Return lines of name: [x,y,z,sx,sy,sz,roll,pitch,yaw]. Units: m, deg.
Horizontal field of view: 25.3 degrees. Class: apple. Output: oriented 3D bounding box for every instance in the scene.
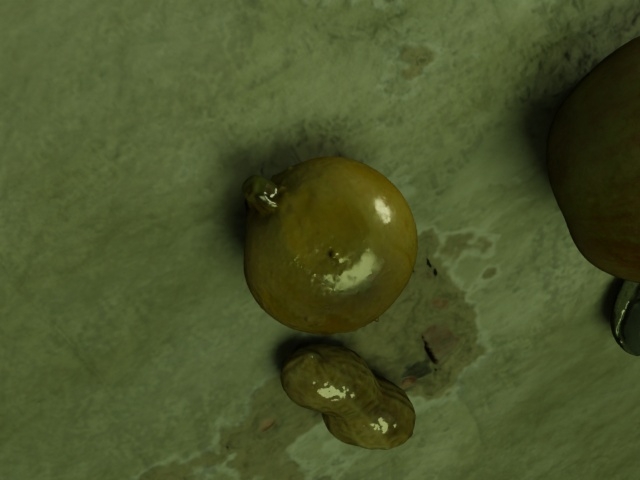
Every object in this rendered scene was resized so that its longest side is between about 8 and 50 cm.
apple: [0.350,-0.083,1.417,0.234,0.256,0.257,-13,137,22]

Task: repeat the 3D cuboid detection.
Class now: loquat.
loquat: [0.000,0.000,1.352,0.204,0.149,0.172,36,107,-29]

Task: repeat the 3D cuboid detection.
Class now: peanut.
peanut: [0.029,0.169,1.542,0.089,0.089,0.193,-43,128,7]

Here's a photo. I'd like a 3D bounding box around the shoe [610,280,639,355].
shoe: [0.493,0.037,1.617,0.336,0.171,0.132,-45,132,9]
